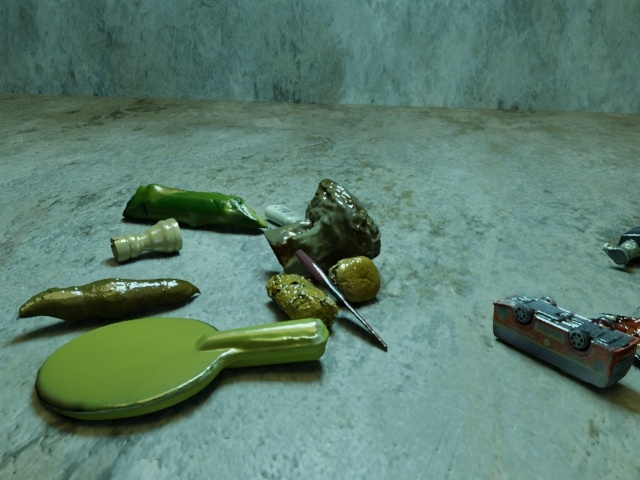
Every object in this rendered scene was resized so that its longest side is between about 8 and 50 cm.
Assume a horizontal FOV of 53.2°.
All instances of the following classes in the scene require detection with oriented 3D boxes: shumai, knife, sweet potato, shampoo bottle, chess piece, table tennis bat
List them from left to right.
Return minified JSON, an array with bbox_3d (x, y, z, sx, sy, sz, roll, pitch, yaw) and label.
[{"bbox_3d":[-0.304,0.087,0.959,0.273,0.067,0.067,-4,20,-30],"label":"sweet potato"},{"bbox_3d":[-0.324,0.003,1.185,0.122,0.066,0.066,-17,26,-26],"label":"chess piece"},{"bbox_3d":[-0.171,0.148,0.824,0.368,0.054,0.224,-7,21,-8],"label":"table tennis bat"},{"bbox_3d":[-0.069,-0.043,1.350,0.048,0.034,0.141,-2,20,-29],"label":"shampoo bottle"},{"bbox_3d":[0.000,0.000,1.124,0.175,0.166,0.206,-37,5,-7],"label":"shumai"},{"bbox_3d":[0.028,0.086,0.967,0.018,0.035,0.247,-41,49,-3],"label":"knife"},{"bbox_3d":[0.608,0.003,1.222,0.207,0.057,0.063,-18,28,-42],"label":"shampoo bottle"}]

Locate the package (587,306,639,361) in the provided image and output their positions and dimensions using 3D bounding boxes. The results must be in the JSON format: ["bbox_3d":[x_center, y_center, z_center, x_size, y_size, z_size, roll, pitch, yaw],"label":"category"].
[{"bbox_3d":[0.486,0.144,0.870,0.165,0.040,0.232,-4,22,-14],"label":"package"}]

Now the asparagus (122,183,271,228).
[{"bbox_3d":[-0.265,-0.069,1.349,0.342,0.085,0.082,5,-3,16],"label":"asparagus"}]

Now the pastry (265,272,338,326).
[{"bbox_3d":[-0.031,0.090,0.971,0.079,0.056,0.140,1,13,-20],"label":"pastry"}]

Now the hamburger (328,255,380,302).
[{"bbox_3d":[0.056,0.063,1.024,0.083,0.076,0.044,-22,0,-37],"label":"hamburger"}]

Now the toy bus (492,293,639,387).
[{"bbox_3d":[0.320,0.127,0.853,0.065,0.077,0.192,-15,24,-32],"label":"toy bus"}]
